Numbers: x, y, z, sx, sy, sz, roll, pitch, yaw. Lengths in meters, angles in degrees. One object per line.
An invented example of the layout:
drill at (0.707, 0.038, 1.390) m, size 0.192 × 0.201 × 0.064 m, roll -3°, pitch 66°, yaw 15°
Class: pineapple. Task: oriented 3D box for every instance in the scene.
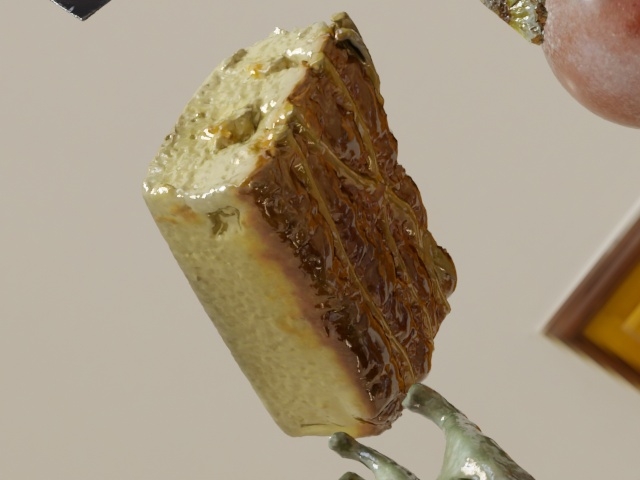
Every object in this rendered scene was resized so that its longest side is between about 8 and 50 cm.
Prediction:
pineapple at (0.142, -0.184, 1.323) m, size 0.083 × 0.045 × 0.019 m, roll 47°, pitch -151°, yaw 16°

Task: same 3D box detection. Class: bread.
bread at (0.000, 0.000, 1.258) m, size 0.184 × 0.114 × 0.274 m, roll -62°, pitch -38°, yaw -36°

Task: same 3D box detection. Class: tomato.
tomato at (0.334, -0.247, 1.730) m, size 0.227 × 0.270 × 0.270 m, roll 41°, pitch -167°, yaw -53°

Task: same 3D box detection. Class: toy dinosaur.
toy dinosaur at (0.081, 0.171, 1.104) m, size 0.162 × 0.077 × 0.294 m, roll 29°, pitch -161°, yaw 17°

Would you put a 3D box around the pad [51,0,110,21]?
pad at (-0.168, -0.327, 1.704) m, size 0.300 × 0.005 × 0.202 m, roll -39°, pitch -130°, yaw -20°
